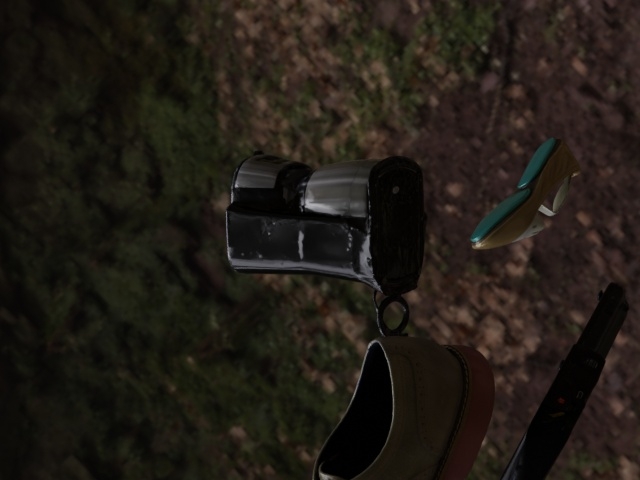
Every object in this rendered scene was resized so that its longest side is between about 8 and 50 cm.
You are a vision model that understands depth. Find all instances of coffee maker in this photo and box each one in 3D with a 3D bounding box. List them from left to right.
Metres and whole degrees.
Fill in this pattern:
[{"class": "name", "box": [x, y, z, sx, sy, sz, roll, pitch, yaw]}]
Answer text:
[{"class": "coffee maker", "box": [0.000, 0.000, 1.097, 0.178, 0.171, 0.120, 3, 164, 36]}]

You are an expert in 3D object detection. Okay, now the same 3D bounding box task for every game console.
[{"class": "game console", "box": [0.260, 0.172, 1.215, 0.044, 0.213, 0.361, 29, -145, 14]}]

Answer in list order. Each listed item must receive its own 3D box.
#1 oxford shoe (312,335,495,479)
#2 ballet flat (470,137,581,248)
[{"class": "oxford shoe", "box": [0.031, 0.245, 0.992, 0.130, 0.348, 0.123, 19, 179, -32]}, {"class": "ballet flat", "box": [0.291, -0.050, 1.540, 0.073, 0.232, 0.080, 47, 150, -9]}]
